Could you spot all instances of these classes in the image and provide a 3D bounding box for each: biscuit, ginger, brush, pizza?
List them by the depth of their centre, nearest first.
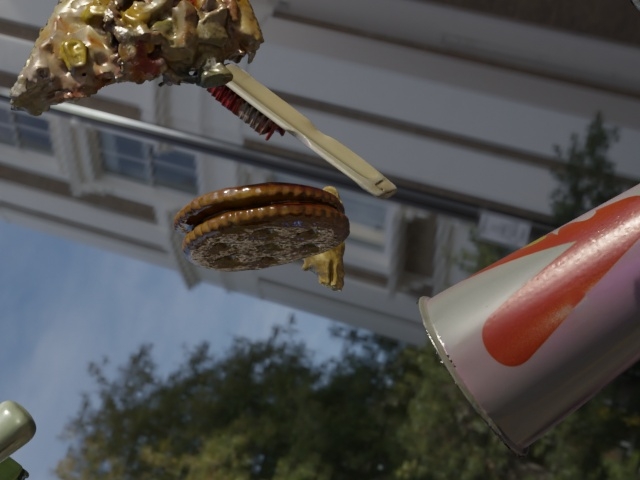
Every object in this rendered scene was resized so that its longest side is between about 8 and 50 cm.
[{"bbox_3d":[-0.155,-0.162,0.920,0.195,0.185,0.052,-42,-9,-11],"label":"pizza"},{"bbox_3d":[-0.072,-0.018,1.567,0.220,0.221,0.066,49,-149,-72],"label":"biscuit"},{"bbox_3d":[-0.034,-0.145,1.734,0.060,0.321,0.050,-21,-37,-57],"label":"brush"},{"bbox_3d":[-0.013,-0.005,2.208,0.081,0.115,0.205,127,144,-52],"label":"ginger"}]

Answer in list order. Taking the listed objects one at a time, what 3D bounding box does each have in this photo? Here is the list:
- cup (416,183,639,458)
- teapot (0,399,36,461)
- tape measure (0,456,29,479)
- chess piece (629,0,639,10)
[{"bbox_3d":[0.268,0.060,1.257,0.288,0.203,0.203,-35,-9,13],"label":"cup"},{"bbox_3d":[-0.462,0.322,1.383,0.149,0.318,0.220,46,-162,-52],"label":"teapot"},{"bbox_3d":[-0.538,0.363,1.797,0.087,0.154,0.177,-51,1,43],"label":"tape measure"},{"bbox_3d":[0.238,-0.235,1.048,0.060,0.172,0.060,-55,24,39],"label":"chess piece"}]
